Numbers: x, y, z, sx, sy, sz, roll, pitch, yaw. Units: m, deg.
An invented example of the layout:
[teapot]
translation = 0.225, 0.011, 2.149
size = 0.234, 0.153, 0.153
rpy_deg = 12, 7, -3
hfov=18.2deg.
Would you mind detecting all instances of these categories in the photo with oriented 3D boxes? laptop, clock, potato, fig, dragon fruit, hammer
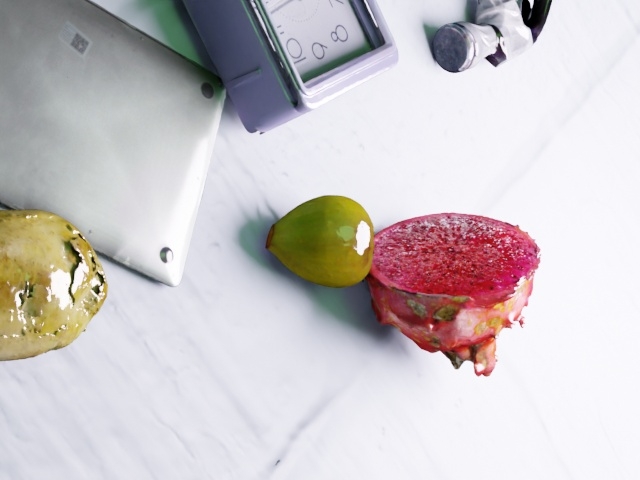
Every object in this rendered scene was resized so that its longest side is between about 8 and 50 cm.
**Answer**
[laptop]
translation = -0.188, -0.097, 1.468
size = 0.269, 0.015, 0.187
rpy_deg = 29, 60, -33
[clock]
translation = -0.035, -0.198, 1.591
size = 0.145, 0.073, 0.193
rpy_deg = -32, 99, -48
[potato]
translation = -0.218, 0.030, 1.361
size = 0.170, 0.080, 0.107
rpy_deg = 2, 64, -40
[fig]
translation = 0.000, 0.000, 1.574
size = 0.088, 0.074, 0.074
rpy_deg = 3, 74, -19
[dragon fruit]
translation = 0.102, 0.055, 1.633
size = 0.153, 0.153, 0.111
rpy_deg = -27, 126, -43
[hammer]
translation = 0.095, -0.359, 1.785
size = 0.152, 0.044, 0.427
rpy_deg = -24, 93, -44
